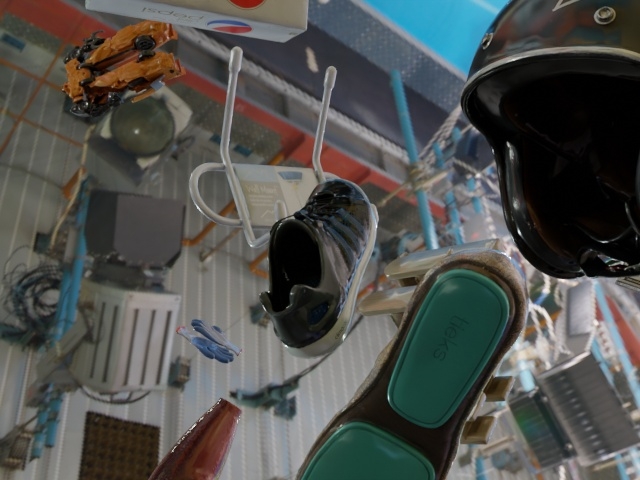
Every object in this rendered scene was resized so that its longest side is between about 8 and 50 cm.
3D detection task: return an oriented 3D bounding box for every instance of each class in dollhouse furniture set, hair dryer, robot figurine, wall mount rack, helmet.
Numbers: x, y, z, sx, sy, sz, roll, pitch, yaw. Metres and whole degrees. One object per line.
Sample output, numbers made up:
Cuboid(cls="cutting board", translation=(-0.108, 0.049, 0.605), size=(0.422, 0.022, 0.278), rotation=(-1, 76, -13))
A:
Cuboid(cls="dollhouse furniture set", translation=(0.147, 0.114, 0.953), size=(0.242, 0.161, 0.212), rotation=(-48, -64, -43))
Cuboid(cls="hair dryer", translation=(-0.131, 0.323, 0.856), size=(0.080, 0.223, 0.293), rotation=(52, -157, -38))
Cuboid(cls="robot figurine", translation=(-0.461, -0.392, 1.637), size=(0.085, 0.291, 0.211), rotation=(35, -142, -66))
Cuboid(cls="wall mount rack", translation=(-0.046, -0.138, 1.158), size=(0.350, 0.130, 0.304), rotation=(-1, -115, -43))
Cuboid(cls="helmet", translation=(0.163, -0.068, 0.366), size=(0.169, 0.169, 0.161), rotation=(-15, -93, -52))

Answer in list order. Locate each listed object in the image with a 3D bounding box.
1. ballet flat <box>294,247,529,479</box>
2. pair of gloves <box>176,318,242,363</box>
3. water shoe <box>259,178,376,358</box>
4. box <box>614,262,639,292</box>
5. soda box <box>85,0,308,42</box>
Cuboid(cls="ballet flat", translation=(0.077, 0.139, 0.586), size=(0.107, 0.316, 0.106), rotation=(35, -156, 10))
Cuboid(cls="pair of gloves", translation=(-0.274, 0.251, 1.801), size=(0.159, 0.023, 0.198), rotation=(33, -171, 6))
Cuboid(cls="water shoe", translation=(0.000, 0.000, 0.597), size=(0.203, 0.073, 0.080), rotation=(-83, -29, -46))
Cuboid(cls="box", translation=(0.483, 0.037, 0.866), size=(0.207, 0.114, 0.036), rotation=(22, 176, 21))
Cuboid(cls="soda box", translation=(-0.121, -0.258, 0.721), size=(0.216, 0.069, 0.074), rotation=(3, -89, -24))
